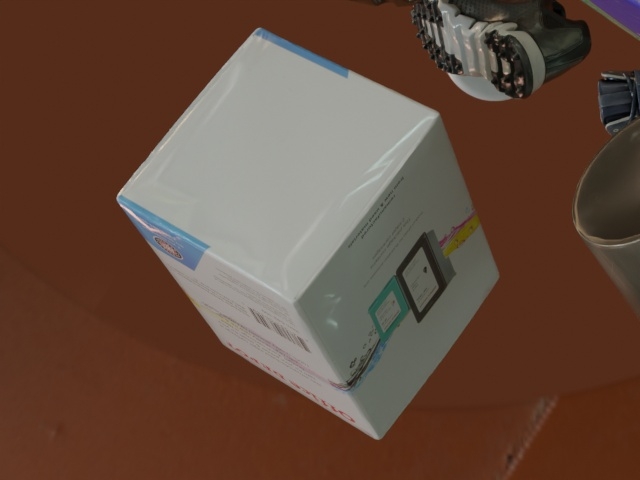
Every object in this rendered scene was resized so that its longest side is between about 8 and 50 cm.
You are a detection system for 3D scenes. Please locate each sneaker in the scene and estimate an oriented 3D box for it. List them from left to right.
[{"bbox_3d":[0.169,-0.195,1.524,0.106,0.234,0.078,-21,118,-18],"label":"sneaker"},{"bbox_3d":[0.409,-0.171,1.911,0.163,0.226,0.086,0,80,2],"label":"sneaker"}]

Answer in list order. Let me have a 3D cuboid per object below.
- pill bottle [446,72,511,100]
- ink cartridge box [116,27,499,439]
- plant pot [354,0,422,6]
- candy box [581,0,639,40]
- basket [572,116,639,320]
[{"bbox_3d":[0.177,-0.244,1.851,0.124,0.221,0.124,-3,111,-7],"label":"pill bottle"},{"bbox_3d":[0.000,0.000,1.403,0.198,0.270,0.197,29,72,29],"label":"ink cartridge box"},{"bbox_3d":[0.054,-0.305,1.446,0.167,0.167,0.165,15,76,-1],"label":"plant pot"},{"bbox_3d":[0.222,-0.200,0.615,0.122,0.268,0.317,34,99,36],"label":"candy box"},{"bbox_3d":[0.303,0.017,1.220,0.227,0.154,0.204,40,82,-29],"label":"basket"}]
